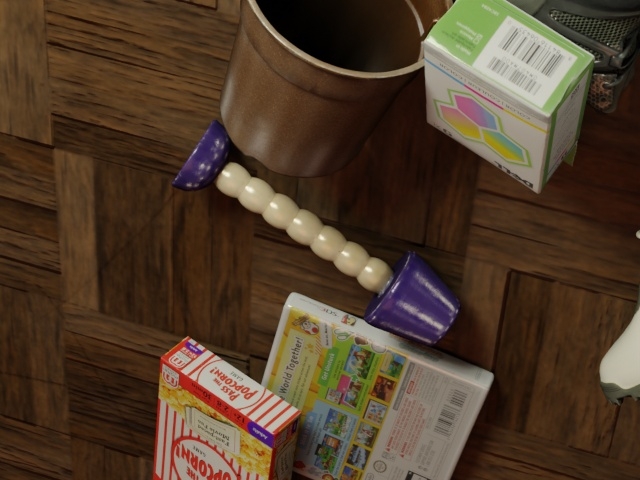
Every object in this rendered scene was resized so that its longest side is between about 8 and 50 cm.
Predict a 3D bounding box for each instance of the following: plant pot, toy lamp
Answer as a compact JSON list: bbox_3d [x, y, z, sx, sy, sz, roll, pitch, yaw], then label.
[{"bbox_3d":[-0.002,-0.144,1.459,0.167,0.167,0.165,28,141,0],"label":"plant pot"},{"bbox_3d":[0.000,0.000,1.635,0.275,0.080,0.080,34,134,-4],"label":"toy lamp"}]

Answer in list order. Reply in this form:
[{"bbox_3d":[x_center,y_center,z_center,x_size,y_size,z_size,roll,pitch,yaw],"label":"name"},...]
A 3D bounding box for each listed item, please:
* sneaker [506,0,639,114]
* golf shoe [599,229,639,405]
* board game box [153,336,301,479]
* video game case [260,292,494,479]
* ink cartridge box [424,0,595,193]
[{"bbox_3d":[0.226,-0.174,1.371,0.227,0.087,0.130,-22,120,44],"label":"sneaker"},{"bbox_3d":[0.303,0.027,1.521,0.120,0.105,0.273,43,128,6],"label":"golf shoe"},{"bbox_3d":[-0.096,0.208,1.852,0.147,0.045,0.193,31,138,24],"label":"board game box"},{"bbox_3d":[0.041,0.167,1.797,0.206,0.026,0.227,22,135,5],"label":"video game case"},{"bbox_3d":[0.140,-0.103,1.410,0.109,0.062,0.209,34,166,14],"label":"ink cartridge box"}]
